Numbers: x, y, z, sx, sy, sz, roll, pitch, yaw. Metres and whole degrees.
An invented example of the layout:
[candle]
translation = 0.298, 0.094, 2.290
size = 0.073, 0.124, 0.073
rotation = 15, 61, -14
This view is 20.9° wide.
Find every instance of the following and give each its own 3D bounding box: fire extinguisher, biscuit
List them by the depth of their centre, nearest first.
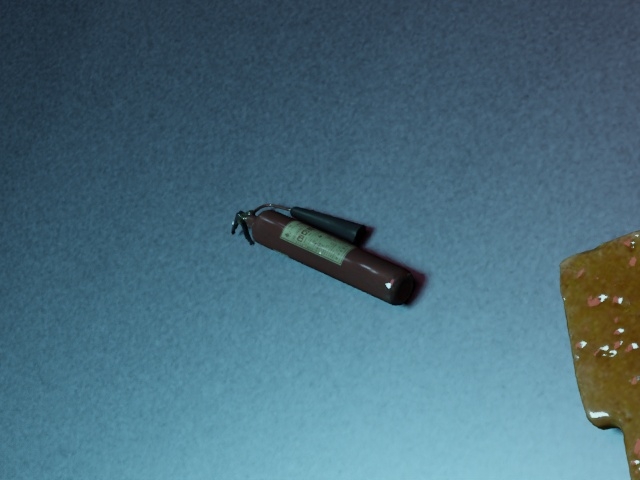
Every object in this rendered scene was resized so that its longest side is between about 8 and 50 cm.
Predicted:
[biscuit]
translation = 0.275, 0.079, 1.089
size = 0.306, 0.043, 0.284
rotation = 32, 88, 39
[fire extinguisher]
translation = 0.000, 0.000, 1.300
size = 0.173, 0.035, 0.049
rotation = 24, 86, 34
